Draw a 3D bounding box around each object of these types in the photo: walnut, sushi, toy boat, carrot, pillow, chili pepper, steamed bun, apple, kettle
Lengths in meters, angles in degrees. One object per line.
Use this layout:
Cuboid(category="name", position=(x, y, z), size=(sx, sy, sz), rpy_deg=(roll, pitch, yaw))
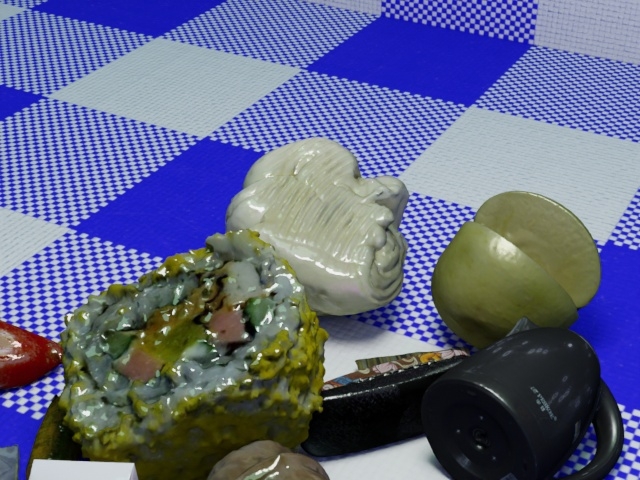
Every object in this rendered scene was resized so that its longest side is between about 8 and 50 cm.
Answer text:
Cuboid(category="walnut", position=(-0.069, 0.373, 1.415), size=(0.224, 0.224, 0.224), rpy_deg=(0, 32, 0))
Cuboid(category="sushi", position=(-0.186, 0.181, 1.593), size=(0.397, 0.240, 0.351), rpy_deg=(-24, 44, 0))
Cuboid(category="toy boat", position=(-0.489, 0.354, 1.631), size=(0.063, 0.016, 0.115), rpy_deg=(-5, 33, -10))
Cuboid(category="carrot", position=(-0.397, 0.303, 1.656), size=(0.082, 0.082, 0.173), rpy_deg=(2, 36, 2))
Cuboid(category="pillow", position=(0.167, 0.230, 1.824), size=(0.203, 0.038, 0.113), rpy_deg=(-5, 35, -7))
Cuboid(category="chili pepper", position=(-0.563, 0.192, 1.818), size=(0.253, 0.136, 0.144), rpy_deg=(9, 5, 0))
Cuboid(category="steamed bun", position=(0.000, 0.000, 1.997), size=(0.352, 0.247, 0.339), rpy_deg=(18, 50, 10))
Cuboid(category="apple", position=(0.342, 0.062, 1.874), size=(0.254, 0.292, 0.292), rpy_deg=(39, 43, 13))
Cuboid(category="kettle", position=(0.337, 0.263, 1.646), size=(0.290, 0.207, 0.268), rpy_deg=(-29, 79, -40))

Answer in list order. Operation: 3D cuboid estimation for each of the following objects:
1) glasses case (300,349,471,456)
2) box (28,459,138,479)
Cuboid(category="glasses case", position=(0.109, 0.256, 1.698), size=(0.321, 0.122, 0.082), rpy_deg=(-12, 35, -20))
Cuboid(category="box", position=(-0.305, 0.374, 1.422), size=(0.135, 0.199, 0.081), rpy_deg=(2, 48, 1))
